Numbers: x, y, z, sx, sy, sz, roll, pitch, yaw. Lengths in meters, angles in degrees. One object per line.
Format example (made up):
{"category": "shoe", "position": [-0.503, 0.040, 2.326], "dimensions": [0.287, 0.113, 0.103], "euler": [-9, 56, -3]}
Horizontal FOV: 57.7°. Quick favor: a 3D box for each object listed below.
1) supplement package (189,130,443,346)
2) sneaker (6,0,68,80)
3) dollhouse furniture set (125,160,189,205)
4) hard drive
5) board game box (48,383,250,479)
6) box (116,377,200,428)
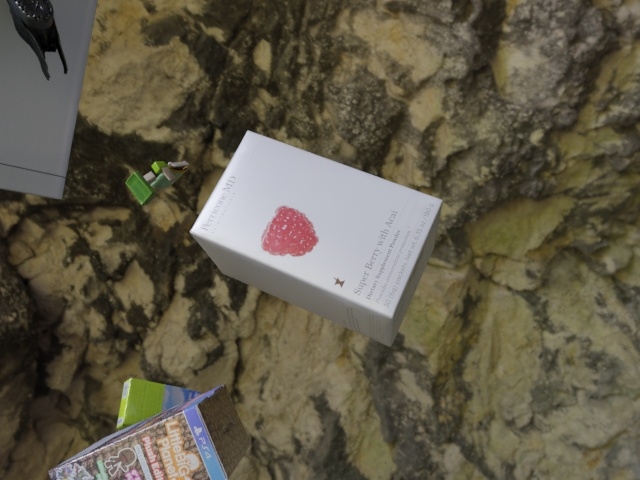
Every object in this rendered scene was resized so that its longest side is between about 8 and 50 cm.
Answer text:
{"category": "supplement package", "position": [0.000, 0.000, 0.828], "dimensions": [0.175, 0.293, 0.177], "euler": [73, -140, -67]}
{"category": "sneaker", "position": [-0.375, -0.297, 0.735], "dimensions": [0.051, 0.170, 0.089], "euler": [-31, -5, -26]}
{"category": "dollhouse furniture set", "position": [-0.315, -0.114, 1.168], "dimensions": [0.076, 0.058, 0.152], "euler": [-43, -8, 23]}
{"category": "hard drive", "position": [-0.430, -0.248, 0.780], "dimensions": [0.233, 0.047, 0.353], "euler": [11, -92, -56]}
{"category": "board game box", "position": [-0.310, 0.414, 1.111], "dimensions": [0.291, 0.141, 0.232], "euler": [-24, -6, 1]}
{"category": "box", "position": [-0.373, 0.392, 1.354], "dimensions": [0.178, 0.109, 0.042], "euler": [22, -37, -32]}
